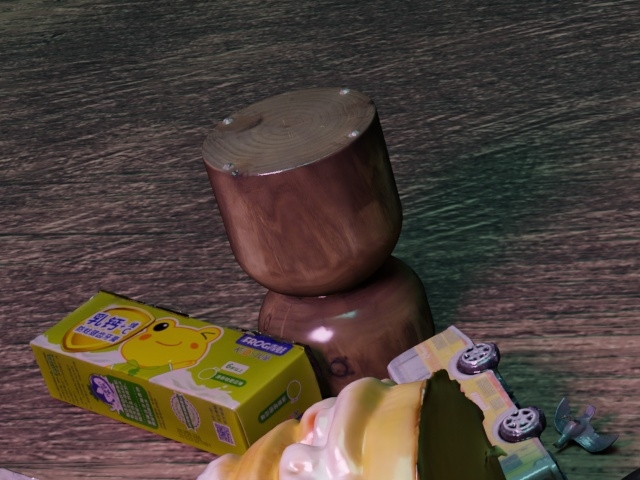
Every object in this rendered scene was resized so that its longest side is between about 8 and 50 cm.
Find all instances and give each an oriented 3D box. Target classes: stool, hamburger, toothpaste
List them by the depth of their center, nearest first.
[{"bbox_3d":[0.024,0.247,1.311,0.237,0.276,0.276,-18,26,20],"label":"hamburger"},{"bbox_3d":[0.000,0.000,1.757,0.179,0.264,0.179,-13,28,7],"label":"stool"},{"bbox_3d":[-0.150,0.136,1.789,0.327,0.077,0.110,12,41,42],"label":"toothpaste"}]

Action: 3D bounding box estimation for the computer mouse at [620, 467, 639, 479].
[{"bbox_3d":[0.356,0.215,1.339,0.323,0.116,0.183,-24,31,1],"label":"computer mouse"}]

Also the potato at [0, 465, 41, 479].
[{"bbox_3d":[-0.323,0.294,1.582,0.211,0.189,0.264,19,-11,-7],"label":"potato"}]

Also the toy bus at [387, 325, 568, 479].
[{"bbox_3d":[0.142,0.174,1.558,0.106,0.092,0.268,-27,29,-2],"label":"toy bus"}]

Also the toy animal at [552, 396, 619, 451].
[{"bbox_3d":[0.228,0.169,1.580,0.050,0.028,0.084,-17,26,-21],"label":"toy animal"}]
